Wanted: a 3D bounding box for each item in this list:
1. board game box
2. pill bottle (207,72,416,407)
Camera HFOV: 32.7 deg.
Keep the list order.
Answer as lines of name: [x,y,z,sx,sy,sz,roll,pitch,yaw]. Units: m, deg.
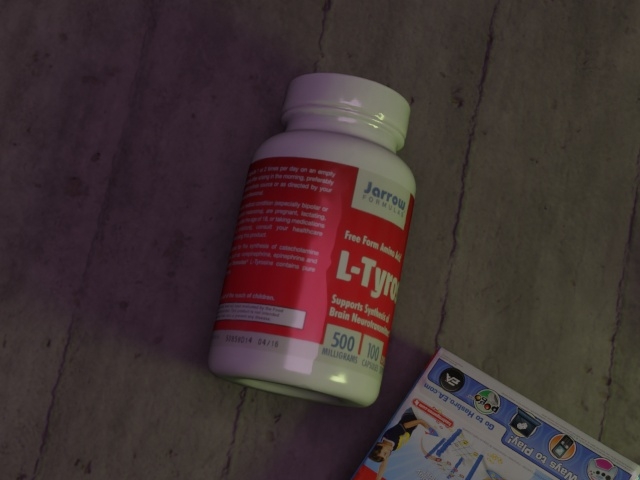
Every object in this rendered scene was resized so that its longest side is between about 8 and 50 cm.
board game box: [0.204,0.345,1.406,0.308,0.086,0.302,31,78,24]
pill bottle: [0.000,0.000,1.445,0.229,0.229,0.407,11,78,-1]
